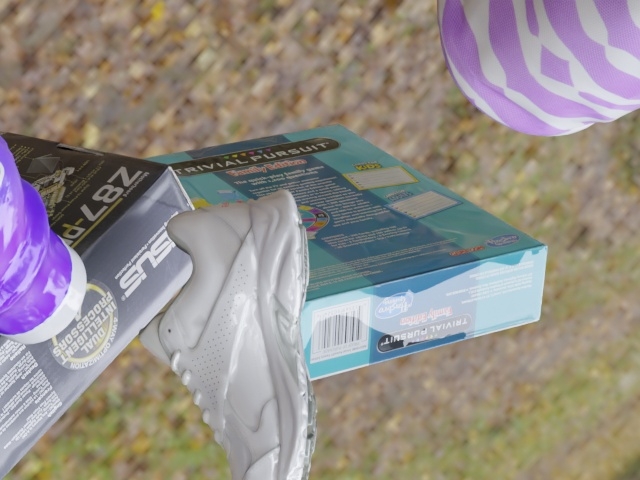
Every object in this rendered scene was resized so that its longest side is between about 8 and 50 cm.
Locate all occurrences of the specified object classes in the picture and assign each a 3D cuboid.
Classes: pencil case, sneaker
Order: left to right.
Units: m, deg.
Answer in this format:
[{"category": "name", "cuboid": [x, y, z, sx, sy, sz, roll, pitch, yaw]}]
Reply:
[{"category": "sneaker", "cuboid": [-0.062, 0.085, 1.194, 0.115, 0.232, 0.090, -3, 172, 3]}, {"category": "pencil case", "cuboid": [0.126, -0.091, 0.558, 0.088, 0.086, 0.206, 10, 165, -33]}]

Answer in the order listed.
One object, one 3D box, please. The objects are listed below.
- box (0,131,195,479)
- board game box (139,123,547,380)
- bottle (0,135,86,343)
[{"category": "box", "cuboid": [-0.317, 0.075, 1.285, 0.395, 0.318, 0.097, -49, 130, -30]}, {"category": "board game box", "cuboid": [0.000, 0.000, 1.614, 0.253, 0.336, 0.079, -12, 118, -30]}, {"category": "bottle", "cuboid": [-0.219, -0.023, 0.933, 0.118, 0.092, 0.283, -47, 148, -1]}]
